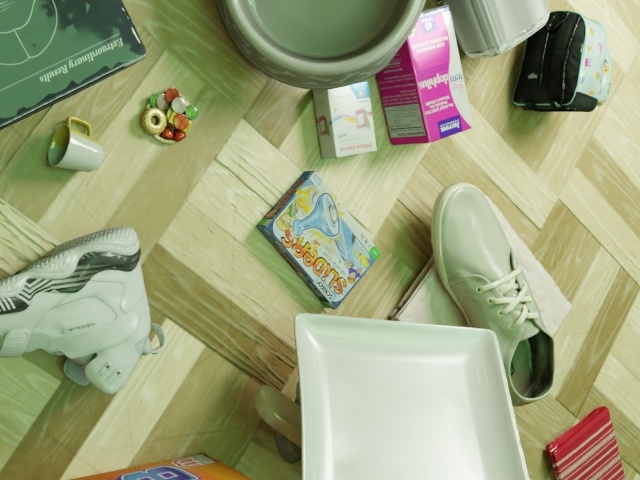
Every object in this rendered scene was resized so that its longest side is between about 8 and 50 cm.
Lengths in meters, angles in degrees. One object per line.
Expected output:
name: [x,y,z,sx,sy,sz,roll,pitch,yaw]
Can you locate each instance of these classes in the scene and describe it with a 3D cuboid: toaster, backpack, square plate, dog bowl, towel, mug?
toaster: [0.320,-0.433,1.683,0.227,0.129,0.146,-37,113,-27]
backpack: [0.474,-0.342,1.763,0.144,0.166,0.189,0,96,-34]
square plate: [0.131,0.272,1.397,0.347,0.049,0.344,6,48,-11]
dog bowl: [0.003,-0.407,1.401,0.348,0.102,0.349,0,99,-1]
towel: [0.578,0.514,1.960,0.198,0.031,0.275,-27,108,-31]
towel: [0.314,0.133,1.757,0.332,0.053,0.317,48,69,-25]
mug: [-0.346,-0.135,1.318,0.064,0.062,0.078,18,89,-40]

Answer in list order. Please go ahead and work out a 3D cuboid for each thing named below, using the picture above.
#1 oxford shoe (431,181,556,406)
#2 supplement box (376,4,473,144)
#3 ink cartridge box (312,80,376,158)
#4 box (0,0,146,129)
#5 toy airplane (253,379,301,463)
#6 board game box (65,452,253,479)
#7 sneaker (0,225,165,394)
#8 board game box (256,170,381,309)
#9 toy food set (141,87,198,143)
oxford shoe: [0.326,0.103,1.660,0.169,0.130,0.450,-26,104,-26]
supplement box: [0.174,-0.287,1.608,0.111,0.114,0.220,-22,106,-30]
ink cartridge box: [0.042,-0.205,1.563,0.088,0.052,0.123,-13,101,-31]
box: [-0.458,-0.338,1.143,0.293,0.212,0.396,-33,109,-27]
toy airplane: [0.094,0.391,1.503,0.384,0.272,0.386,-3,61,-44]
board game box: [-0.235,0.535,1.249,0.356,0.356,0.357,-3,94,-33]
sneaker: [-0.384,0.136,1.260,0.365,0.137,0.210,-28,104,-32]
board game box: [0.000,0.000,1.558,0.136,0.035,0.201,-50,116,-20]
toy food set: [-0.232,-0.191,1.408,0.083,0.020,0.083,30,77,-30]
